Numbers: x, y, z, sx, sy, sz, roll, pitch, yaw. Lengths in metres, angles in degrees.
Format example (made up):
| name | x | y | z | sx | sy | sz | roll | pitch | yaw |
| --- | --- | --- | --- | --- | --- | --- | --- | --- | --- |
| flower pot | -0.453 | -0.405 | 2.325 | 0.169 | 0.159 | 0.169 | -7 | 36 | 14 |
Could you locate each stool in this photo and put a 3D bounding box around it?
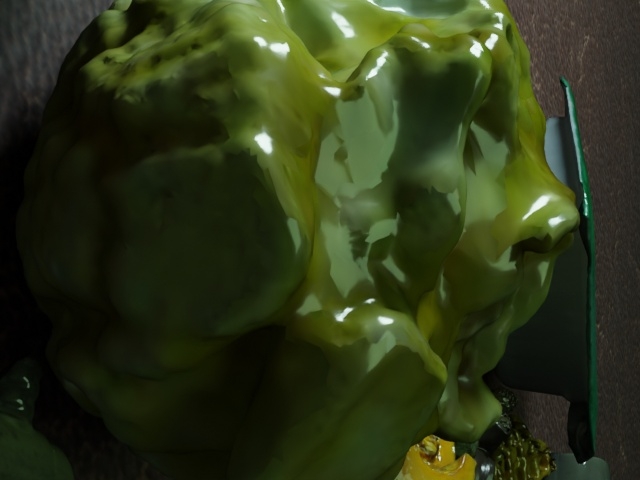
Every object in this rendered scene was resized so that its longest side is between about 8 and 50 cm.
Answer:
| name | x | y | z | sx | sy | sz | roll | pitch | yaw |
| --- | --- | --- | --- | --- | --- | --- | --- | --- | --- |
| stool | 0.338 | 0.338 | 1.243 | 0.096 | 0.096 | 0.110 | 45 | 48 | -50 |

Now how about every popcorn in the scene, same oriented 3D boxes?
| name | x | y | z | sx | sy | sz | roll | pitch | yaw |
| --- | --- | --- | --- | --- | --- | --- | --- | --- | --- |
| popcorn | -0.008 | -0.007 | 0.537 | 0.334 | 0.293 | 0.292 | -8 | 130 | -40 |

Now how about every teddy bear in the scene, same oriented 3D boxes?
| name | x | y | z | sx | sy | sz | roll | pitch | yaw |
| --- | --- | --- | --- | --- | --- | --- | --- | --- | --- |
| teddy bear | 0.138 | 0.193 | 0.914 | 0.078 | 0.119 | 0.160 | 41 | 25 | -4 |

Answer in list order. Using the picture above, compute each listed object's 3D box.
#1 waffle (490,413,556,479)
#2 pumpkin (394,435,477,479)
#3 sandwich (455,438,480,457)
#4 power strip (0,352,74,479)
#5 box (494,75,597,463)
| name | x | y | z | sx | sy | sz | roll | pitch | yaw |
| --- | --- | --- | --- | --- | --- | --- | --- | --- | --- |
| waffle | 0.228 | 0.330 | 1.098 | 0.231 | 0.051 | 0.228 | 52 | 49 | -45 |
| pumpkin | 0.056 | 0.118 | 0.744 | 0.119 | 0.107 | 0.183 | 23 | 60 | -34 |
| sandwich | 0.086 | 0.191 | 0.817 | 0.090 | 0.088 | 0.244 | 59 | 41 | -46 |
| power strip | -0.190 | 0.225 | 0.374 | 0.092 | 0.066 | 0.387 | 44 | 54 | -48 |
| box | 0.226 | 0.028 | 0.989 | 0.264 | 0.106 | 0.336 | -80 | 160 | -51 |
